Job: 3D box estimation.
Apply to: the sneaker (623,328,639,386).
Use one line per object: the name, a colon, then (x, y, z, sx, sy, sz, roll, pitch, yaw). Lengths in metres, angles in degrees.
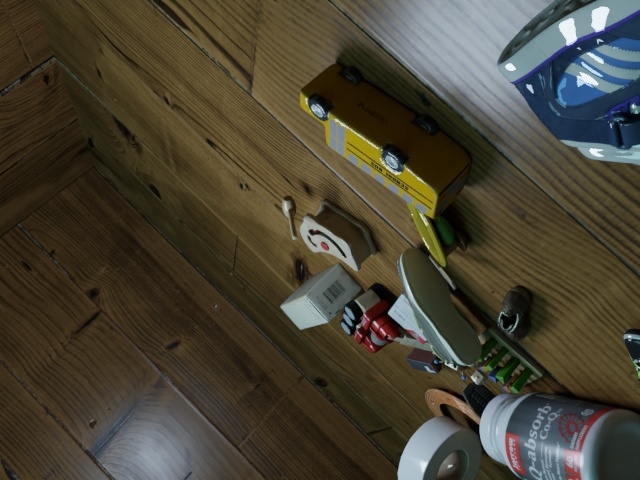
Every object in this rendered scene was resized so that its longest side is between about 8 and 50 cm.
sneaker: (0.597, 0.258, 1.138, 0.234, 0.097, 0.084, 50, 159, -11)

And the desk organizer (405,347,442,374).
desk organizer: (0.313, 0.354, 1.942, 0.047, 0.050, 0.130, 52, 159, -15)

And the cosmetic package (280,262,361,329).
cosmetic package: (-0.005, 0.184, 2.090, 0.113, 0.160, 0.309, 49, 159, -4)

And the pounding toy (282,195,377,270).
pounding toy: (0.000, 0.000, 1.736, 0.270, 0.155, 0.154, 35, 152, 28)

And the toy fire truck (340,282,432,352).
toy fire truck: (0.197, 0.263, 1.900, 0.246, 0.159, 0.217, 51, 161, 18)

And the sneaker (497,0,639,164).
sneaker: (0.372, -0.194, 0.721, 0.236, 0.130, 0.323, 40, 156, -11)

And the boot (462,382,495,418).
boot: (0.470, 0.491, 1.869, 0.198, 0.077, 0.137, 45, 165, 7)

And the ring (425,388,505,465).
ring: (0.476, 0.589, 2.095, 0.337, 0.032, 0.336, 39, 159, 18)

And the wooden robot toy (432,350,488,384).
wooden robot toy: (0.384, 0.322, 1.759, 0.173, 0.076, 0.079, 27, -173, 42)

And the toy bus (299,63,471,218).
toy bus: (0.115, -0.191, 1.226, 0.333, 0.108, 0.130, 38, 160, 20)

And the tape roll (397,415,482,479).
tape roll: (0.374, 0.698, 2.044, 0.100, 0.286, 0.286, 22, 149, 49)

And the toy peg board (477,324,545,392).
toy peg board: (0.428, 0.306, 1.586, 0.161, 0.079, 0.160, 42, 159, 12)

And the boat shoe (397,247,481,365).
boat shoe: (0.261, 0.160, 1.540, 0.304, 0.109, 0.091, 59, 153, 0)

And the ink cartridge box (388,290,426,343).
ink cartridge box: (0.259, 0.183, 1.692, 0.127, 0.072, 0.175, 43, 159, 11)

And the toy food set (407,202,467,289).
toy food set: (0.250, -0.020, 1.356, 0.217, 0.071, 0.128, 62, 179, -32)

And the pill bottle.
pill bottle: (0.536, 0.454, 1.462, 0.210, 0.210, 0.363, 51, 159, -13)

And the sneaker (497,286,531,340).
sneaker: (0.401, 0.170, 1.394, 0.066, 0.071, 0.188, 32, 155, 33)
